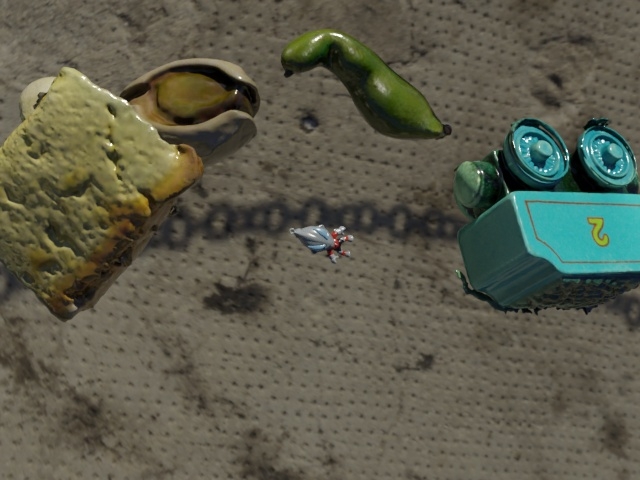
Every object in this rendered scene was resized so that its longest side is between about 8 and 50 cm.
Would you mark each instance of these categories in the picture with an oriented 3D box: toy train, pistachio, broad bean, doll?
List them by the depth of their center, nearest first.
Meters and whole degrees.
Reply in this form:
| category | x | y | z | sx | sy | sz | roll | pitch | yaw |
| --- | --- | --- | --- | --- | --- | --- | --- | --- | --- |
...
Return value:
| category | x | y | z | sx | sy | sz | roll | pitch | yaw |
| --- | --- | --- | --- | --- | --- | --- | --- | --- | --- |
| toy train | 0.219 | -0.020 | 0.824 | 0.203 | 0.112 | 0.163 | -2 | 67 | -27 |
| broad bean | 0.056 | -0.153 | 0.913 | 0.213 | 0.048 | 0.070 | 25 | 96 | -25 |
| pistachio | -0.170 | -0.152 | 1.121 | 0.153 | 0.238 | 0.138 | 14 | 75 | -39 |
| doll | 0.000 | 0.001 | 1.472 | 0.114 | 0.039 | 0.057 | 14 | 119 | -23 |

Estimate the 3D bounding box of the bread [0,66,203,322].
| category | x | y | z | sx | sy | sz | roll | pitch | yaw |
| --- | --- | --- | --- | --- | --- | --- | --- | --- | --- |
| bread | -0.104 | -0.032 | 0.411 | 0.084 | 0.080 | 0.109 | 42 | 112 | -7 |

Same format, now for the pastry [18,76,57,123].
| category | x | y | z | sx | sy | sz | roll | pitch | yaw |
| --- | --- | --- | --- | --- | --- | --- | --- | --- | --- |
| pastry | -0.460 | -0.208 | 1.547 | 0.092 | 0.156 | 0.156 | -16 | 104 | 11 |
